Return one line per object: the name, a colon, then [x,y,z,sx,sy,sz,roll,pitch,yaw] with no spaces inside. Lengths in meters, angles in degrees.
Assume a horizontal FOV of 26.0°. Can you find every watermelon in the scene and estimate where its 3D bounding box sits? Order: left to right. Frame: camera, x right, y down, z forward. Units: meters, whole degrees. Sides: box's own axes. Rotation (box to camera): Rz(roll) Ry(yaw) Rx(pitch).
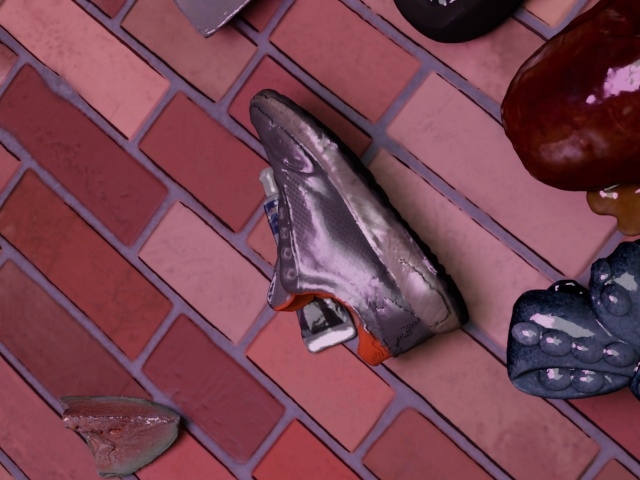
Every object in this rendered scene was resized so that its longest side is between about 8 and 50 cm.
watermelon: [-0.231,0.225,1.610,0.155,0.080,0.101,-9,90,6]

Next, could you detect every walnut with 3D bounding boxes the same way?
walnut: [0.331,-0.126,1.341,0.269,0.222,0.244,-30,90,33]

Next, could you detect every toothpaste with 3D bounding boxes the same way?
toothpaste: [-0.022,0.018,1.560,0.062,0.037,0.216,-23,81,15]

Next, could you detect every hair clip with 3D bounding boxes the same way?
hair clip: [0.343,0.113,1.326,0.310,0.194,0.206,35,110,20]

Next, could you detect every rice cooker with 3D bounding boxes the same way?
rice cooker: [0.161,-0.304,1.471,0.142,0.118,0.203,46,107,20]

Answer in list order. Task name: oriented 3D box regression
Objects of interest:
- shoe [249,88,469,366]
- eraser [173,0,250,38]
shoe: [0.000,0.000,1.494,0.171,0.132,0.336,-40,77,8]
eraser: [-0.175,-0.391,1.647,0.111,0.077,0.352,-39,71,15]
